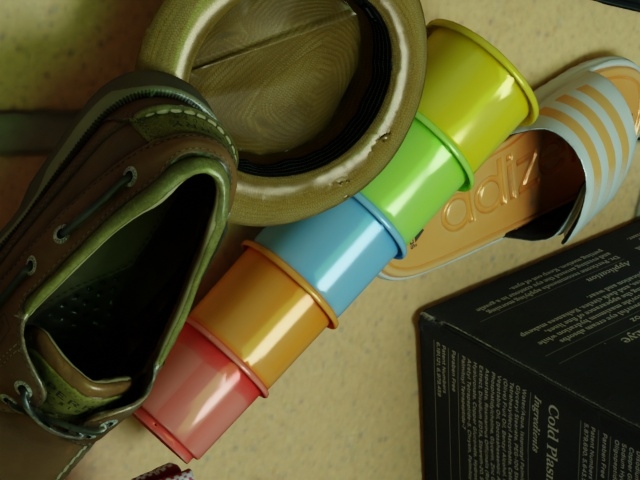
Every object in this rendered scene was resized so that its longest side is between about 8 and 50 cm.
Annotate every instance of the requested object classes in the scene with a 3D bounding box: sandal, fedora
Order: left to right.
[{"bbox_3d":[-0.031,-0.102,0.971,0.194,0.079,0.194,-12,115,-29],"label":"fedora"},{"bbox_3d":[0.149,-0.036,1.148,0.265,0.076,0.102,-31,124,-26],"label":"sandal"}]

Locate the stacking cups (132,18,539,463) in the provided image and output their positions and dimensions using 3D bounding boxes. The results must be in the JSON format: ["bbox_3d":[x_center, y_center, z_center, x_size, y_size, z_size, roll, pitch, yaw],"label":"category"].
[{"bbox_3d":[0.000,0.000,1.036,0.316,0.096,0.096,-46,130,-13],"label":"stacking cups"}]

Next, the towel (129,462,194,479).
[{"bbox_3d":[-0.174,0.260,0.989,0.199,0.031,0.275,-17,134,-33],"label":"towel"}]

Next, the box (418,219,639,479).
[{"bbox_3d":[0.298,0.125,1.175,0.343,0.312,0.179,-20,119,-31],"label":"box"}]

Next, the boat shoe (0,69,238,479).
[{"bbox_3d":[-0.145,0.057,0.888,0.111,0.104,0.307,18,111,-28],"label":"boat shoe"}]

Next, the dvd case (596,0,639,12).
[{"bbox_3d":[0.173,-0.256,1.117,0.253,0.022,0.180,5,105,-40],"label":"dvd case"}]
